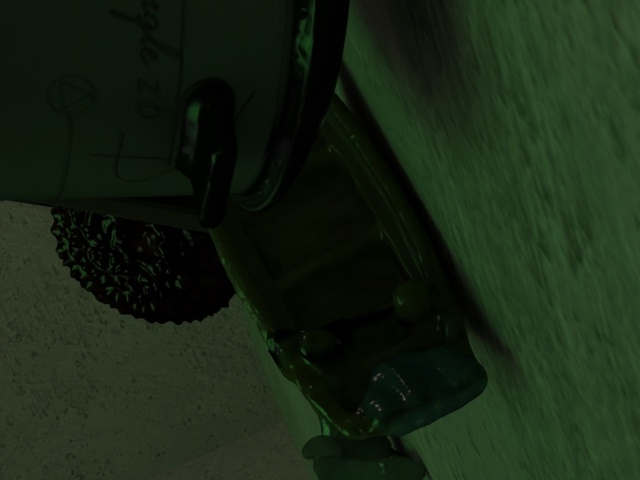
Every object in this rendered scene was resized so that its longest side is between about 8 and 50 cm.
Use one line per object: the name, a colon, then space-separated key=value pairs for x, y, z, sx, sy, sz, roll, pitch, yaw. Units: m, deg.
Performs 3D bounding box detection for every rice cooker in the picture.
rice cooker: x=-0.092 y=-0.129 z=0.626 sx=0.241 sy=0.227 sz=0.280 roll=107 pitch=155 yaw=-50

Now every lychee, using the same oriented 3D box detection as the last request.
lychee: x=-0.167 y=-0.032 z=1.611 sx=0.271 sy=0.271 sz=0.271 roll=157 pitch=90 yaw=-84

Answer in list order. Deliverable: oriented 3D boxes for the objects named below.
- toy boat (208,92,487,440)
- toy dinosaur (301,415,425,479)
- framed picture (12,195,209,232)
toy boat: x=0.002 y=0.004 z=0.812 sx=0.276 sy=0.111 sz=0.084 roll=59 pitch=175 yaw=34
toy dinosaur: x=0.034 y=0.199 z=1.349 sx=0.393 sy=0.092 sz=0.205 roll=57 pitch=177 yaw=16
framed picture: x=-0.180 y=-0.061 z=1.294 sx=0.247 sy=0.335 sz=0.022 roll=-128 pitch=50 yaw=-67
